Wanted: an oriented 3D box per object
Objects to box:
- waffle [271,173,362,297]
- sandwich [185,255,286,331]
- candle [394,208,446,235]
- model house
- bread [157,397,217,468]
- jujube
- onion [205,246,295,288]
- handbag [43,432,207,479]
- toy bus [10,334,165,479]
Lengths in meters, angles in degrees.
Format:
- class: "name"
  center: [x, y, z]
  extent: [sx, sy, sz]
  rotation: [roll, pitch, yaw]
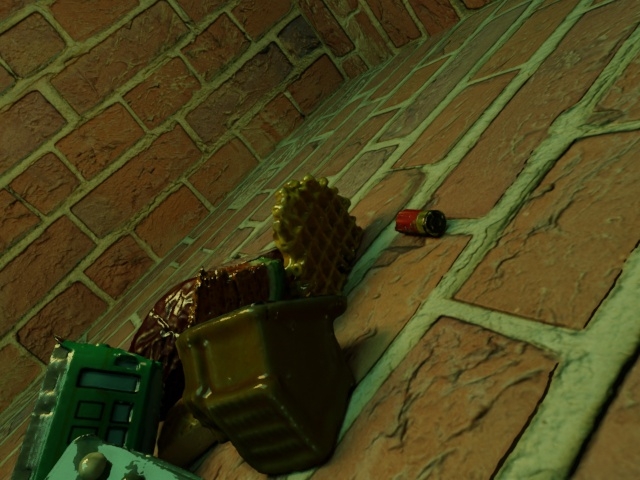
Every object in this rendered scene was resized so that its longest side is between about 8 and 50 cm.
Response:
- class: "waffle"
  center: [-0.001, 0.000, 0.969]
  extent: [0.065, 0.282, 0.310]
  rotation: [-19, -15, 34]
- class: "sandwich"
  center: [-0.159, 0.132, 0.843]
  extent: [0.079, 0.159, 0.234]
  rotation: [-144, 65, -67]
- class: "candle"
  center: [0.184, -0.035, 0.907]
  extent: [0.052, 0.052, 0.131]
  rotation: [-47, 20, -15]
- class: "model house"
  center: [-0.085, 0.222, 0.706]
  extent: [0.268, 0.173, 0.238]
  rotation: [-25, 67, 29]
- class: "bread"
  center: [-0.207, 0.310, 0.864]
  extent: [0.188, 0.068, 0.125]
  rotation: [-40, 20, 2]
- class: "jujube"
  center: [-0.283, 0.233, 0.987]
  extent: [0.342, 0.216, 0.216]
  rotation: [-48, 20, 4]
- class: "onion"
  center: [-0.126, 0.076, 1.089]
  extent: [0.250, 0.111, 0.248]
  rotation: [-13, 5, 39]
- class: "handbag"
  center: [-0.251, 0.384, 0.541]
  extent: [0.269, 0.100, 0.274]
  rotation: [16, 42, 14]
- class: "toy bus"
  center: [-0.376, 0.342, 0.767]
  extent: [0.183, 0.200, 0.343]
  rotation: [119, 156, -56]
